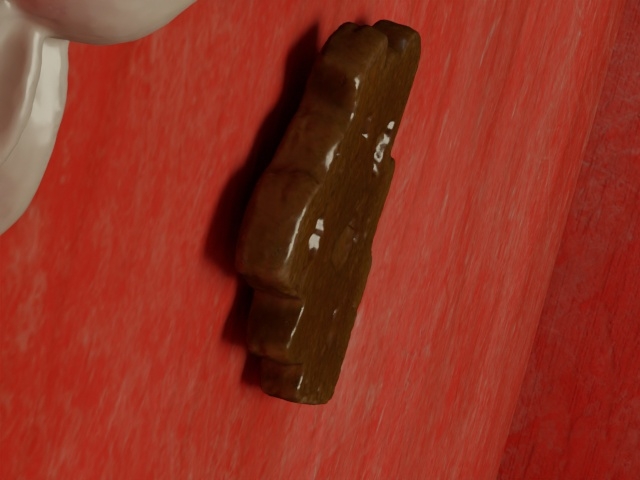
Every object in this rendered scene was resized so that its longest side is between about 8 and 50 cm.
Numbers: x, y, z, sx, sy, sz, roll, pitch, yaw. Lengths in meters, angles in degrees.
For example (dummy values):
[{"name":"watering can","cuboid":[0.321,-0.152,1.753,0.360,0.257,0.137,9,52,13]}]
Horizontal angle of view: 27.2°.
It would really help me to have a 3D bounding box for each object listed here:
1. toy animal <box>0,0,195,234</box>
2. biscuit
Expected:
[{"name":"toy animal","cuboid":[-0.074,-0.082,0.405,0.104,0.130,0.221,-69,175,-79]},{"name":"biscuit","cuboid":[-0.001,0.000,0.883,0.278,0.043,0.301,-56,158,-53]}]
